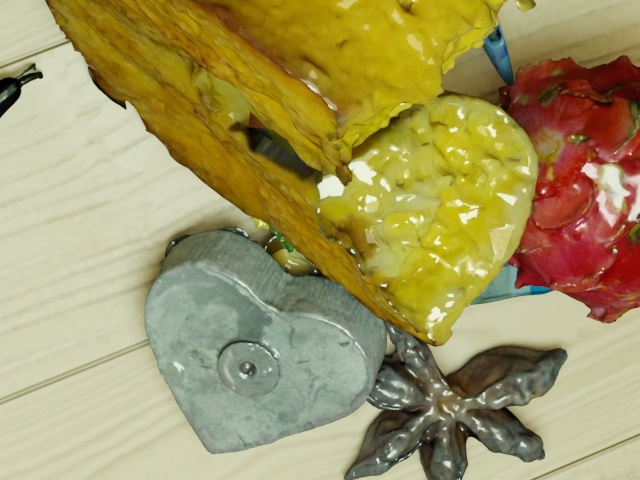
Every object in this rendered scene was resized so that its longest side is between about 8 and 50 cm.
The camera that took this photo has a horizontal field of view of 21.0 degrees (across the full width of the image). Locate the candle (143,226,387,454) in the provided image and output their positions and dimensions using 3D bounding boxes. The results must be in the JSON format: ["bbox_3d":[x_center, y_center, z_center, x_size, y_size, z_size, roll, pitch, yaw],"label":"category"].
[{"bbox_3d":[-0.053,0.089,1.351,0.192,0.068,0.168,24,121,3],"label":"candle"}]

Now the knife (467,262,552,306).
[{"bbox_3d":[0.249,0.011,1.444,0.296,0.026,0.044,-11,109,-12],"label":"knife"}]

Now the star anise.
[{"bbox_3d":[0.101,0.145,1.425,0.208,0.063,0.172,20,103,-17],"label":"star anise"}]

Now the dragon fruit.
[{"bbox_3d":[0.242,-0.040,1.338,0.268,0.205,0.210,-2,105,-37],"label":"dragon fruit"}]

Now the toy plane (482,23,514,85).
[{"bbox_3d":[0.096,-0.230,1.321,0.169,0.078,0.246,-29,115,-4],"label":"toy plane"}]

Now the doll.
[{"bbox_3d":[0.004,0.001,1.378,0.113,0.076,0.078,20,90,12],"label":"doll"}]

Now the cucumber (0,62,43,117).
[{"bbox_3d":[-0.274,-0.075,1.295,0.163,0.043,0.039,-39,90,1],"label":"cucumber"}]

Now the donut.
[{"bbox_3d":[-0.025,-0.137,1.157,0.377,0.435,0.163,37,78,19],"label":"donut"}]
